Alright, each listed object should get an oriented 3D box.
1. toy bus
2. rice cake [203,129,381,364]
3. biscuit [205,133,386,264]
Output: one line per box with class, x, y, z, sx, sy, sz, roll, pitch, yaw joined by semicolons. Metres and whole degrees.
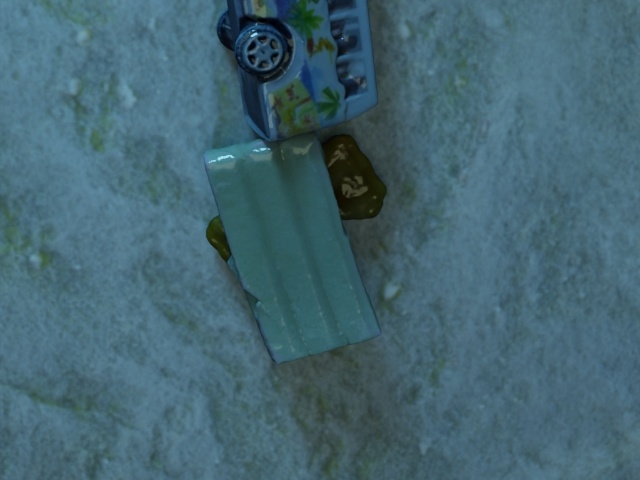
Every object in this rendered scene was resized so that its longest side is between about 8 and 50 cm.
toy bus;-0.034;-0.263;1.492;0.136;0.109;0.329;-13;112;-12
rice cake;-0.029;0.007;1.584;0.127;0.043;0.237;-16;111;0
biscuit;0.000;0.000;1.629;0.183;0.039;0.174;-38;109;9
